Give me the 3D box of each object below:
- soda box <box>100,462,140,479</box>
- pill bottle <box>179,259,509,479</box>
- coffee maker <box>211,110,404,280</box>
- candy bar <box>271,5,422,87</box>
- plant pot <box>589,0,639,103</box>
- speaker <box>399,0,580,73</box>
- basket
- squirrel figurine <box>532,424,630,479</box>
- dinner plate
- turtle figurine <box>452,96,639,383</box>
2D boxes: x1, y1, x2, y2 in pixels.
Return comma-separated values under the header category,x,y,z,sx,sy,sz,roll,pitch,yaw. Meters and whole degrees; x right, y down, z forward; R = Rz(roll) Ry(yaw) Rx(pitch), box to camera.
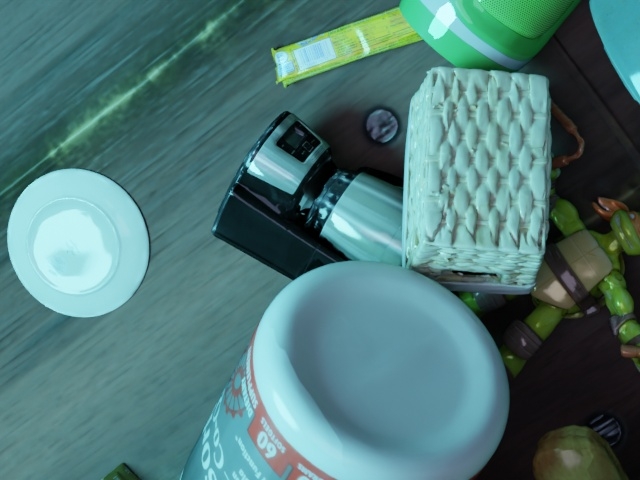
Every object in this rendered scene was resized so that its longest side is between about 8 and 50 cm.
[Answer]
category,x,y,z,sx,sy,sz,roll,pitch,yaw
soda box,-0.232,0.297,1.876,0.061,0.058,0.181,45,108,3
pill bottle,-0.001,0.197,1.648,0.210,0.210,0.363,35,139,6
coffee maker,0.000,0.000,1.719,0.178,0.120,0.171,32,108,8
candy bar,0.029,-0.174,1.728,0.161,0.018,0.040,-18,93,18
plant pot,0.405,-0.204,1.475,0.334,0.341,0.341,-41,89,27
speaker,0.195,-0.272,1.606,0.131,0.131,0.296,41,109,4
basket,0.129,-0.050,1.604,0.113,0.103,0.167,4,74,-4
squirrel figurine,0.265,0.333,1.591,0.370,0.281,0.397,-30,119,35
dinner plate,-0.227,0.004,1.837,0.141,0.017,0.141,4,103,16
turtle figurine,0.195,0.024,1.687,0.217,0.087,0.269,-33,77,6
